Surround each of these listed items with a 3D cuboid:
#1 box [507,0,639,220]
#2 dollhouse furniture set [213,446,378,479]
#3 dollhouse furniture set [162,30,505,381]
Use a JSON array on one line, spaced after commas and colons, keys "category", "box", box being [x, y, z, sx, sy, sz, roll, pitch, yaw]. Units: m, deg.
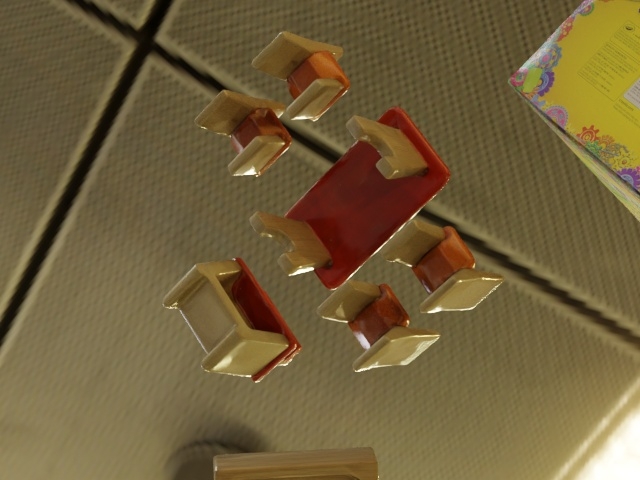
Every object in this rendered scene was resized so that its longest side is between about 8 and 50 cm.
[{"category": "box", "box": [0.372, -0.071, 1.537, 0.177, 0.290, 0.279, -46, -47, 5]}, {"category": "dollhouse furniture set", "box": [0.002, 0.239, 1.155, 0.144, 0.123, 0.151, -2, -71, -6]}, {"category": "dollhouse furniture set", "box": [0.000, 0.000, 1.416, 0.259, 0.135, 0.262, -44, -113, 23]}]
